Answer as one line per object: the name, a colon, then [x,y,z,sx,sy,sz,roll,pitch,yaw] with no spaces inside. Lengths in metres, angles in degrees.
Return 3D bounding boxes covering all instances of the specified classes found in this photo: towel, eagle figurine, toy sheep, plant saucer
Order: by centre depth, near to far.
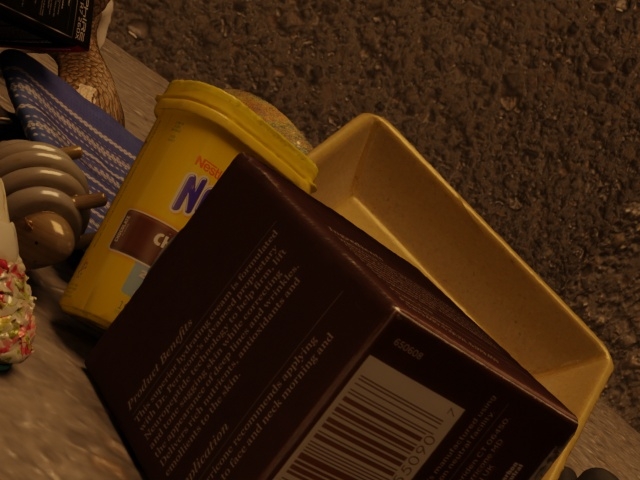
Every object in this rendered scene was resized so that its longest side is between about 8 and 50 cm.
toy sheep: [-0.197,-0.028,0.821,0.091,0.091,0.132,32,13,-41]
plant saucer: [0.071,0.076,1.021,0.333,0.081,0.333,46,36,2]
towel: [-0.160,-0.035,1.065,0.243,0.040,0.336,39,10,-40]
eagle figurine: [-0.304,-0.247,1.451,0.298,0.225,0.226,29,-12,41]

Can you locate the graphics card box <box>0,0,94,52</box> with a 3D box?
graphics card box: [-0.354,-0.231,0.965,0.233,0.094,0.371,7,1,12]

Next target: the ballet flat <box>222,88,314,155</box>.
ballet flat: [-0.034,-0.007,1.147,0.348,0.123,0.123,60,12,13]

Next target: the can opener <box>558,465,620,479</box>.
can opener: [0.289,0.279,1.287,0.076,0.095,0.283,39,6,7]

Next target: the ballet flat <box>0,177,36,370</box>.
ballet flat: [-0.227,-0.027,0.690,0.241,0.077,0.091,41,6,29]

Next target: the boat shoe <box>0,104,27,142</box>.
boat shoe: [-0.275,-0.094,1.067,0.038,0.046,0.125,54,1,18]

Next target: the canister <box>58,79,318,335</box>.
canister: [-0.087,-0.003,0.815,0.073,0.170,0.126,10,-20,47]

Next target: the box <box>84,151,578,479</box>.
box: [0.000,0.087,0.702,0.167,0.168,0.203,32,9,-37]
